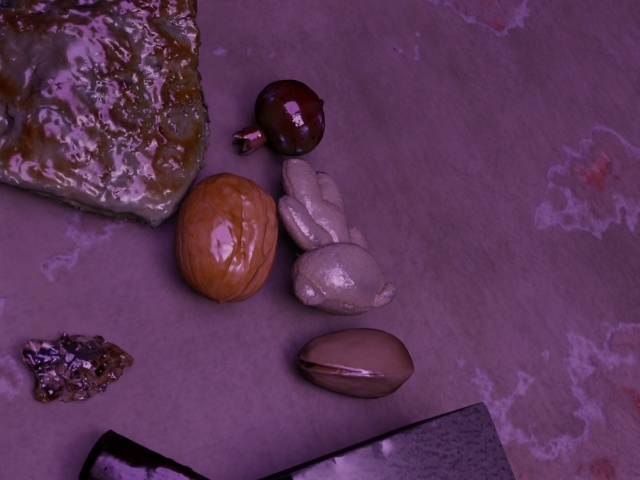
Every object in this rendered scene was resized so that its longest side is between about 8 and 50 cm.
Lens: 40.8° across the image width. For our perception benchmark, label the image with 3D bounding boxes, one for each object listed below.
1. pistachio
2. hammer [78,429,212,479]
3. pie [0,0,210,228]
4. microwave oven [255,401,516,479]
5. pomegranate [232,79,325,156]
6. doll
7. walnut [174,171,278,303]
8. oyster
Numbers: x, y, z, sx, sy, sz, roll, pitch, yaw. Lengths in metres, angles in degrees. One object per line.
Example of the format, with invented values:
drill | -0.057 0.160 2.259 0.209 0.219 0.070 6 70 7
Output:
pistachio | 0.053 0.190 1.321 0.185 0.126 0.108 5 101 -14
hammer | -0.274 0.467 1.098 0.242 0.095 0.409 29 69 5
pie | -0.353 -0.232 1.289 0.395 0.180 0.418 4 77 -21
microwave oven | 0.134 0.484 1.179 0.374 0.236 0.432 -14 77 -26
pomegranate | -0.070 -0.201 1.416 0.159 0.129 0.129 -4 73 -13
doll | 0.003 0.001 1.370 0.175 0.149 0.278 0 57 -22
walnut | -0.142 -0.004 1.298 0.159 0.159 0.207 9 67 -18
oyster | -0.338 0.174 1.216 0.148 0.051 0.103 -13 83 -35
